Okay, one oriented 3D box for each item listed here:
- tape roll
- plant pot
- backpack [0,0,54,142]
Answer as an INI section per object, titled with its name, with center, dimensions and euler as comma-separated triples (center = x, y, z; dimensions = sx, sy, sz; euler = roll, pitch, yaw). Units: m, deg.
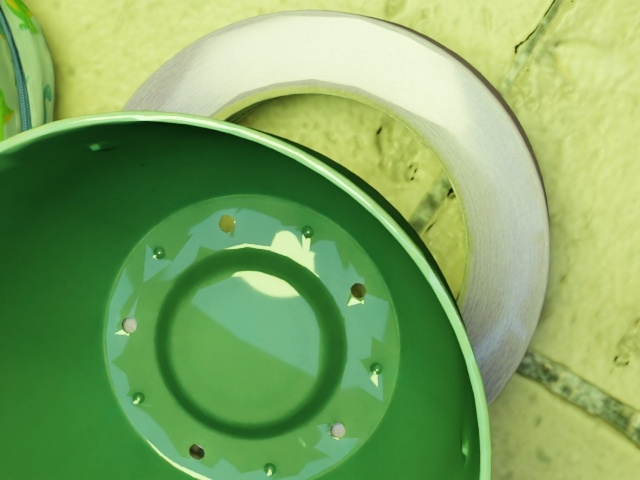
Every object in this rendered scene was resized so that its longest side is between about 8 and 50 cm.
[tape roll]
center = 0.000, 0.000, 0.892
dimensions = 0.275, 0.090, 0.274
euler = 1, 98, 9
[plant pot]
center = -0.056, 0.076, 0.745
dimensions = 0.293, 0.235, 0.293
euler = 1, 97, 9
[backpack]
center = -0.299, -0.021, 0.871
dimensions = 0.290, 0.273, 0.355
euler = 25, 88, 11
